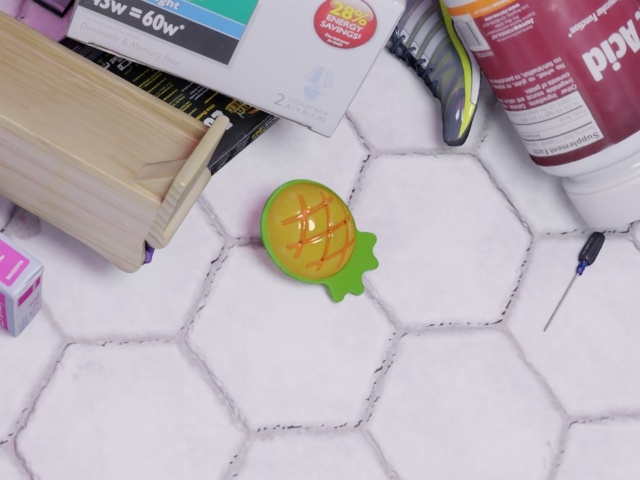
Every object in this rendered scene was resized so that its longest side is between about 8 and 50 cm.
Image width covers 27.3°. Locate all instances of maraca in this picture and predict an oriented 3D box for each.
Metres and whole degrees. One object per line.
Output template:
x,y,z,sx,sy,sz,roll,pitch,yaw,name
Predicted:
0.000,0.000,1.707,0.186,0.099,0.127,39,75,-26,maraca

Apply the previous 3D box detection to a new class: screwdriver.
0.350,0.058,1.813,0.025,0.024,0.170,19,66,24,screwdriver

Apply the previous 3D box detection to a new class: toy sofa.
-0.310,-0.133,1.581,0.363,0.177,0.150,29,42,-2,toy sofa

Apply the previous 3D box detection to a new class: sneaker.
0.150,-0.266,1.845,0.121,0.111,0.299,-8,69,-3,sneaker

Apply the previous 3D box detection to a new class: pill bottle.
0.342,-0.226,1.746,0.224,0.224,0.392,-40,108,-23,pill bottle

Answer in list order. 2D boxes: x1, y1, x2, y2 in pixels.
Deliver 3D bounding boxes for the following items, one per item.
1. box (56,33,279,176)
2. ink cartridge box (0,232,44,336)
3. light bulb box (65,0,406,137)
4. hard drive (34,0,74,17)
-0.238,-0.170,1.715,0.257,0.079,0.322,45,67,3,box
-0.463,-0.017,1.543,0.311,0.186,0.065,38,68,2,ink cartridge box
-0.090,-0.369,1.654,0.358,0.225,0.361,21,40,-12,light bulb box
-0.380,-0.371,1.780,0.135,0.022,0.094,31,66,-2,hard drive
